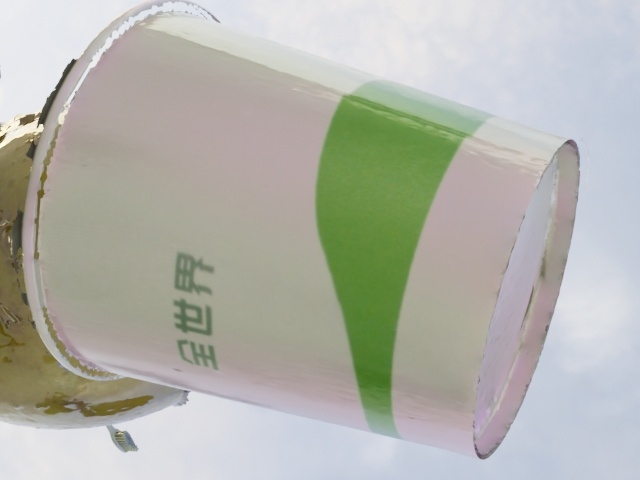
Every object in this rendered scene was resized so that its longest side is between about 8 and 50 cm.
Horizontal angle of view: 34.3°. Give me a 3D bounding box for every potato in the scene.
[{"bbox_3d":[-0.351,0.028,1.251,0.442,0.319,0.385,-137,-136,-55],"label":"potato"}]

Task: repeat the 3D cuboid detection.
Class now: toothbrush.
[{"bbox_3d":[-0.407,0.260,1.838,0.037,0.375,0.028,-2,-138,21],"label":"toothbrush"}]

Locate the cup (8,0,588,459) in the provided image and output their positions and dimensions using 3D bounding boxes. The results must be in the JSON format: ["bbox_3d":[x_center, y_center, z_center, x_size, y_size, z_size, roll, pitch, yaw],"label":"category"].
[{"bbox_3d":[0.000,0.000,0.625,0.274,0.253,0.253,15,-86,23],"label":"cup"}]
